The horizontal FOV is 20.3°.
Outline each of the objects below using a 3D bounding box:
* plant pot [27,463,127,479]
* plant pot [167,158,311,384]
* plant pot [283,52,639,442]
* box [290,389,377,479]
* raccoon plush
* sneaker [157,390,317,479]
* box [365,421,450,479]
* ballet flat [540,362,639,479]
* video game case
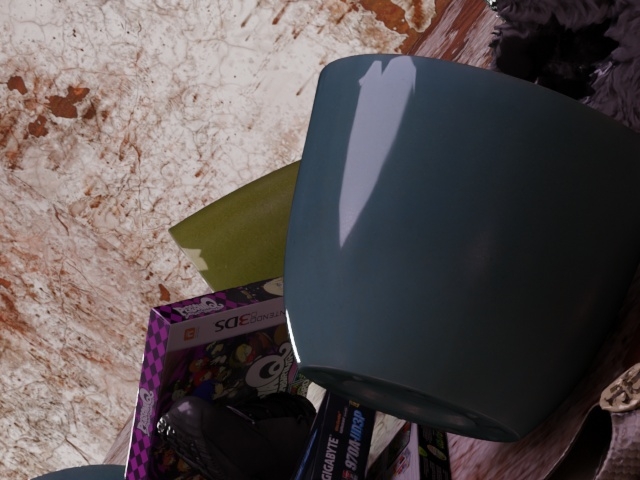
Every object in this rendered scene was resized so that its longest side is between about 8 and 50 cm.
[{"bbox_3d":[-0.281,0.434,2.147,0.290,0.290,0.195,-50,45,30],"label":"plant pot"},{"bbox_3d":[0.000,0.000,2.328,0.293,0.275,0.275,-40,7,-2],"label":"plant pot"},{"bbox_3d":[0.104,0.022,1.403,0.293,0.293,0.235,150,138,-73],"label":"plant pot"},{"bbox_3d":[-0.008,0.253,1.639,0.175,0.051,0.220,-75,5,-58],"label":"box"},{"bbox_3d":[0.350,-0.233,1.638,0.446,0.216,0.299,-17,11,27],"label":"raccoon plush"},{"bbox_3d":[-0.066,0.202,1.824,0.130,0.109,0.286,-53,-30,-6],"label":"sneaker"},{"bbox_3d":[0.066,0.234,1.569,0.114,0.036,0.207,-53,7,13],"label":"box"},{"bbox_3d":[0.155,0.173,1.184,0.250,0.058,0.084,-54,8,8],"label":"ballet flat"},{"bbox_3d":[-0.098,0.156,1.864,0.210,0.042,0.232,-12,-55,-39],"label":"video game case"}]
